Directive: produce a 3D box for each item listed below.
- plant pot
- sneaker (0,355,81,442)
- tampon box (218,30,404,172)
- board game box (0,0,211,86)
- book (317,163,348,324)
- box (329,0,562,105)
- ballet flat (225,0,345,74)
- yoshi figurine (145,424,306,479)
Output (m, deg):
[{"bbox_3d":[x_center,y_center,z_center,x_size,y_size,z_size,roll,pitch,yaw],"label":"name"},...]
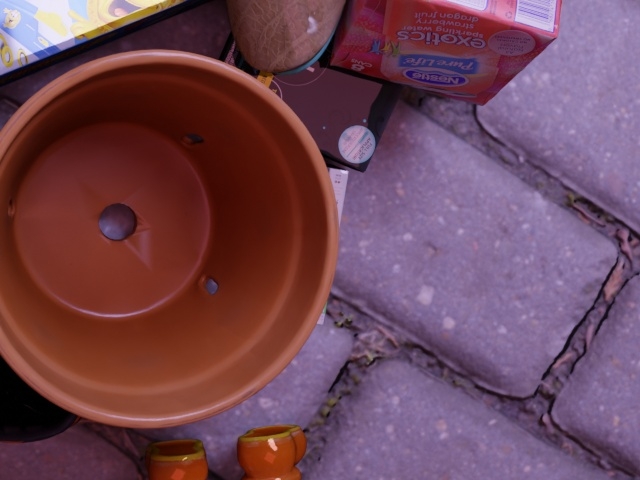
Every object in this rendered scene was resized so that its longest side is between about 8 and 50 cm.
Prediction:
[{"bbox_3d":[-0.156,-0.007,0.824,0.291,0.203,0.290,-2,96,-23],"label":"plant pot"},{"bbox_3d":[-0.329,0.055,0.838,0.321,0.180,0.124,37,91,-12],"label":"sneaker"},{"bbox_3d":[-0.013,-0.151,0.897,0.161,0.101,0.120,23,94,-11],"label":"tampon box"},{"bbox_3d":[-0.243,-0.309,0.801,0.302,0.086,0.308,-29,102,-23],"label":"board game box"},{"bbox_3d":[0.000,0.000,0.924,0.035,0.096,0.144,8,96,-10],"label":"book"},{"bbox_3d":[0.114,-0.289,0.823,0.154,0.142,0.300,12,72,-13],"label":"box"},{"bbox_3d":[-0.022,-0.304,0.791,0.116,0.124,0.342,5,64,18],"label":"ballet flat"},{"bbox_3d":[-0.072,0.371,0.956,0.203,0.204,0.362,-3,83,-48],"label":"yoshi figurine"}]
